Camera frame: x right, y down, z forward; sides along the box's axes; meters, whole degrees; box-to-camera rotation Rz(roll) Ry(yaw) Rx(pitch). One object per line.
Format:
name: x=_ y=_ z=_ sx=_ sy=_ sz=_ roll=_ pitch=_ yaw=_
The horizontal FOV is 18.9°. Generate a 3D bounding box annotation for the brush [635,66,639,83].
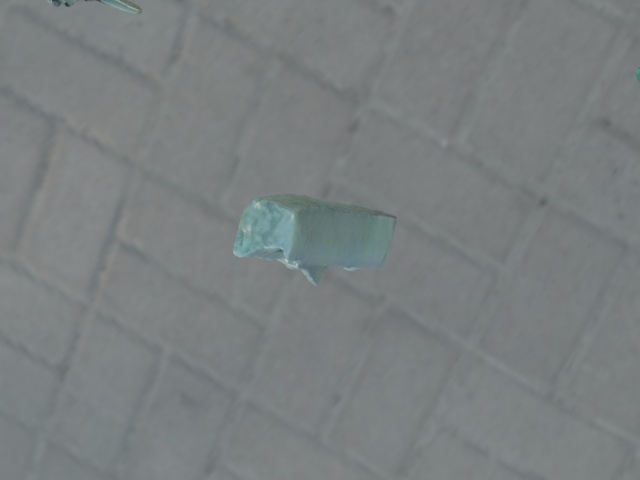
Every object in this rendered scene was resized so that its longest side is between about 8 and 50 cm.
brush: x=0.199 y=-0.019 z=0.854 sx=0.193 sy=0.032 sz=0.043 roll=32 pitch=170 yaw=-34

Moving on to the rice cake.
rice cake: x=0.000 y=0.000 z=0.965 sx=0.030 sy=0.180 sz=0.042 roll=15 pitch=94 yaw=18

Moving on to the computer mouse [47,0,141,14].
computer mouse: x=-0.282 y=-0.276 z=1.415 sx=0.389 sy=0.199 sz=0.115 roll=26 pitch=106 yaw=-24
